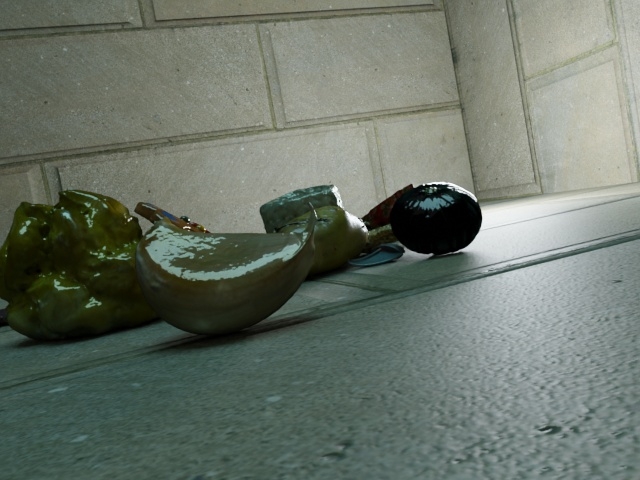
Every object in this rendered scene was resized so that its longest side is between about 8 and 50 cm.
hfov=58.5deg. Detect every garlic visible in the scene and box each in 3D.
[{"bbox_3d":[-0.122,0.039,0.738,0.244,0.164,0.145,-4,-13,9],"label":"garlic"}]

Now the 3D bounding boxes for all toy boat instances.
[{"bbox_3d":[0.117,0.040,1.227,0.122,0.034,0.096,-24,18,-40],"label":"toy boat"}]

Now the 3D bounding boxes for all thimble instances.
[{"bbox_3d":[-0.043,-0.067,1.873,0.291,0.195,0.291,-17,11,4],"label":"thimble"}]

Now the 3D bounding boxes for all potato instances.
[{"bbox_3d":[0.000,0.000,1.264,0.172,0.140,0.300,-14,4,40],"label":"potato"}]

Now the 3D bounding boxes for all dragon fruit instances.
[{"bbox_3d":[0.224,-0.055,1.865,0.211,0.134,0.262,-22,-12,-4],"label":"dragon fruit"}]

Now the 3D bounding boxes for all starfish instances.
[{"bbox_3d":[0.158,-0.014,1.513,0.431,0.083,0.324,-15,-2,13],"label":"starfish"}]

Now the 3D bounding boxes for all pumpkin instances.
[{"bbox_3d":[0.242,-0.047,1.209,0.194,0.150,0.194,-7,4,0],"label":"pumpkin"}]

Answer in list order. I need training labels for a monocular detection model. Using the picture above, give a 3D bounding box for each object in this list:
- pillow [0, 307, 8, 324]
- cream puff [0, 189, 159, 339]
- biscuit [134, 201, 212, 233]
[{"bbox_3d":[-0.739,0.179,1.400,0.184,0.043,0.118,-13,9,7],"label":"pillow"},{"bbox_3d":[-0.406,0.032,1.034,0.324,0.258,0.291,-9,7,32],"label":"cream puff"},{"bbox_3d":[-0.226,0.007,1.170,0.324,0.049,0.205,37,-9,-38],"label":"biscuit"}]
